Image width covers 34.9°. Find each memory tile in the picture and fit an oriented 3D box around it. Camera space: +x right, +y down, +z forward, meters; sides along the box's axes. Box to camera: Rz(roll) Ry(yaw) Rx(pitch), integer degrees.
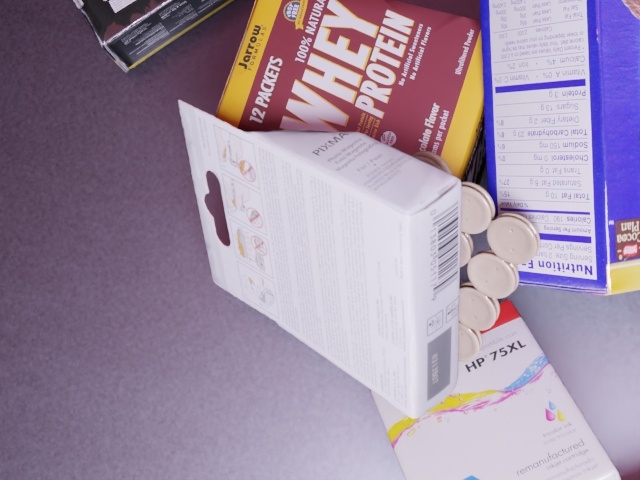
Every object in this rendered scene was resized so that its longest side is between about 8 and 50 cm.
[{"bbox_3d":[0.087,0.014,0.730,0.113,0.148,0.012,35,46,15],"label":"memory tile"}]

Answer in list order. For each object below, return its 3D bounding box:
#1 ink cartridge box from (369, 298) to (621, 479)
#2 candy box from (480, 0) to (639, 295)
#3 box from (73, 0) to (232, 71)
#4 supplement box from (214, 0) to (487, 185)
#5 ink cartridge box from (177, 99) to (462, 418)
[{"bbox_3d":[0.120,0.138,0.770,0.134,0.078,0.231,-27,38,2],"label":"ink cartridge box"},{"bbox_3d":[0.253,-0.133,0.737,0.268,0.122,0.317,-8,99,-31],"label":"candy box"},{"bbox_3d":[-0.127,-0.357,0.976,0.322,0.079,0.257,-34,77,1],"label":"box"},{"bbox_3d":[0.041,-0.102,0.833,0.191,0.194,0.129,16,82,12],"label":"supplement box"},{"bbox_3d":[0.000,0.000,0.750,0.066,0.189,0.232,-30,44,-28],"label":"ink cartridge box"}]
